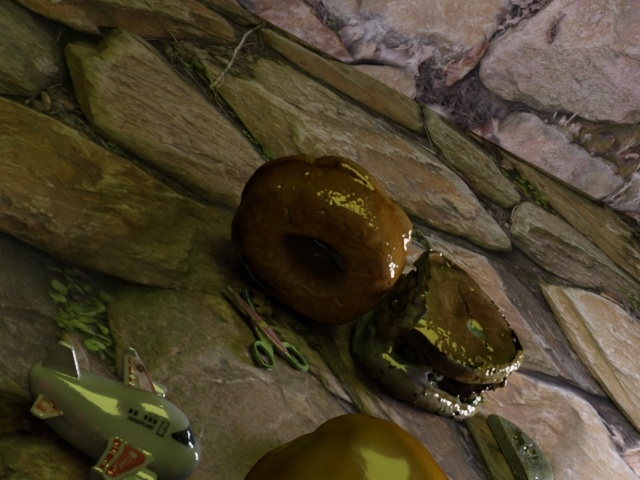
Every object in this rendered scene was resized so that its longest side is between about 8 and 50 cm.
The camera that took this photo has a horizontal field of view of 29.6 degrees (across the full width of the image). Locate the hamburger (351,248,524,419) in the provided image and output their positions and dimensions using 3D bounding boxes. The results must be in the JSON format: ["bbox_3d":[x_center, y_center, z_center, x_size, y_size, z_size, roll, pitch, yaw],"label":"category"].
[{"bbox_3d":[0.222,0.183,2.224,0.277,0.195,0.318,39,26,-7],"label":"hamburger"}]

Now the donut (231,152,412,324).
[{"bbox_3d":[0.000,0.000,2.132,0.317,0.299,0.150,8,35,9],"label":"donut"}]

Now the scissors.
[{"bbox_3d":[-0.098,0.147,2.033,0.133,0.020,0.187,10,39,-54],"label":"scissors"}]

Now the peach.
[{"bbox_3d":[0.034,0.381,1.505,0.289,0.289,0.308,2,66,-54],"label":"peach"}]

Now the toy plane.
[{"bbox_3d":[-0.260,0.225,1.539,0.252,0.118,0.252,34,25,-18],"label":"toy plane"}]

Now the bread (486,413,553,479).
[{"bbox_3d":[0.392,0.407,2.269,0.112,0.036,0.193,24,28,-34],"label":"bread"}]
